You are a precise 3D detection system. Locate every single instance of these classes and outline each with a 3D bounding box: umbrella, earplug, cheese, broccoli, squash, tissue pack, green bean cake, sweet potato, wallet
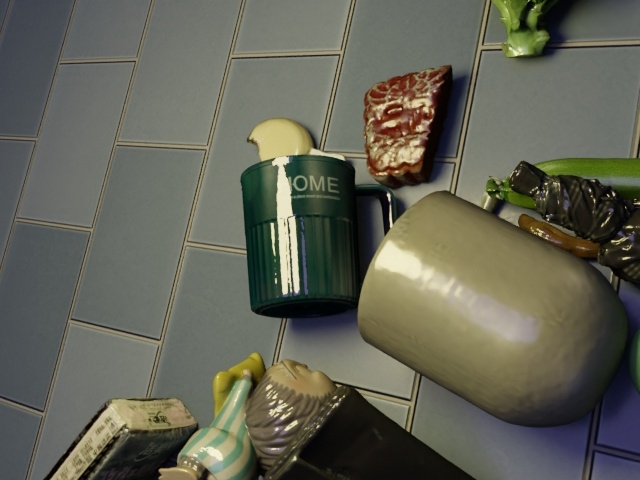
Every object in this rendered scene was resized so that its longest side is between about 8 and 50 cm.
[{"bbox_3d":[0.470,-0.027,1.200,0.336,0.128,0.154,21,132,11],"label":"umbrella"},{"bbox_3d":[0.305,0.126,1.195,0.394,0.312,0.313,28,91,30],"label":"earplug"},{"bbox_3d":[-0.051,-0.211,1.622,0.248,0.070,0.164,-6,75,28],"label":"cheese"},{"bbox_3d":[0.394,-0.489,1.365,0.270,0.270,0.270,12,113,31],"label":"broccoli"},{"bbox_3d":[0.488,-0.100,1.273,0.378,0.101,0.101,-1,76,28],"label":"squash"},{"bbox_3d":[-0.462,0.503,1.553,0.122,0.259,0.361,43,100,24],"label":"tissue pack"},{"bbox_3d":[0.186,-0.235,1.480,0.198,0.097,0.233,-5,74,28],"label":"green bean cake"},{"bbox_3d":[0.439,0.003,1.300,0.182,0.054,0.053,25,98,30],"label":"sweet potato"},{"bbox_3d":[0.124,0.438,1.202,0.406,0.062,0.228,38,95,-13],"label":"wallet"}]

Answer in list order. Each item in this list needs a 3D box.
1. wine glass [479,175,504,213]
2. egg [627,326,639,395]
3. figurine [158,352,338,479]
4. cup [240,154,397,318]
[{"bbox_3d":[0.332,-0.082,1.391,0.083,0.042,0.039,-65,29,2],"label":"wine glass"},{"bbox_3d":[0.605,0.188,1.058,0.269,0.220,0.221,-2,76,33],"label":"egg"},{"bbox_3d":[-0.031,0.378,1.289,0.377,0.361,0.266,1,115,25],"label":"figurine"},{"bbox_3d":[-0.012,0.005,1.476,0.242,0.307,0.292,-29,60,56],"label":"cup"}]
